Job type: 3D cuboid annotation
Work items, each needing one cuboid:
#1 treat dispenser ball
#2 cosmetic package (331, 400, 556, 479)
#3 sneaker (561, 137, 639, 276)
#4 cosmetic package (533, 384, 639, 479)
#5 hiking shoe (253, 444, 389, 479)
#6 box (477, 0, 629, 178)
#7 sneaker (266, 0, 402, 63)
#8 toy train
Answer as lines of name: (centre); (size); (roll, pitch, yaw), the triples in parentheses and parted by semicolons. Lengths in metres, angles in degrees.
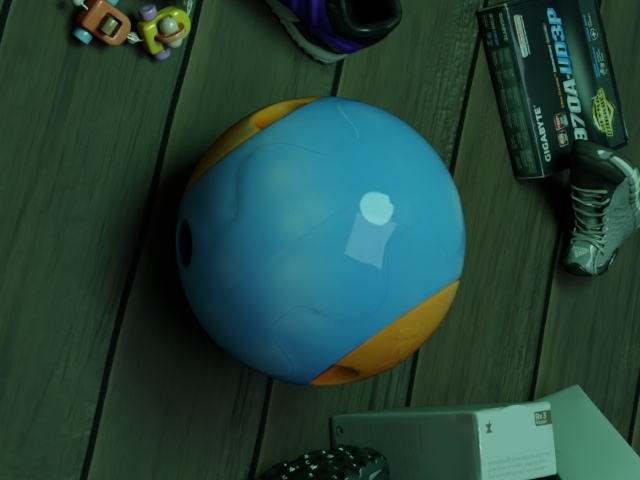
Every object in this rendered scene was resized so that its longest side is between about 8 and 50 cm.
treat dispenser ball: (0.000, 0.000, 1.527); (0.288, 0.288, 0.288); (3, 85, -39)
cosmetic package: (0.128, 0.219, 1.653); (0.117, 0.231, 0.086); (-3, 87, -39)
sneaker: (0.339, -0.024, 1.906); (0.132, 0.086, 0.229); (-61, 149, -12)
cosmetic package: (0.340, 0.356, 1.742); (0.097, 0.377, 0.284); (-23, 103, 0)
hiking shoe: (-0.045, 0.327, 1.589); (0.304, 0.113, 0.132); (-33, 114, -21)
box: (0.294, -0.203, 1.934); (0.175, 0.051, 0.220); (-20, 100, -38)
sneaker: (-0.024, -0.302, 1.619); (0.293, 0.146, 0.102); (34, 66, -33)
toy train: (-0.163, -0.244, 1.534); (0.166, 0.046, 0.125); (-52, 133, -2)
